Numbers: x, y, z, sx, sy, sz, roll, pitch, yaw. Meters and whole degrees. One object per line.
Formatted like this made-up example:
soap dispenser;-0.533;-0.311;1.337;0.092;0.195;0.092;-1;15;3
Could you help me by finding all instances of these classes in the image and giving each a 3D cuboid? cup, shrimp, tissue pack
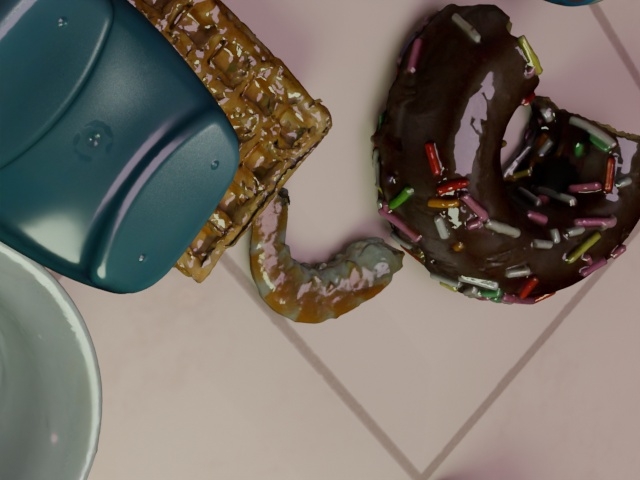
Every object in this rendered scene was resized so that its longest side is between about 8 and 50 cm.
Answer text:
cup;-0.369;0.132;1.166;0.347;0.163;0.347;-9;108;-30
shrimp;0.000;0.000;1.434;0.161;0.049;0.166;-27;113;-18
tissue pack;-0.214;-0.104;1.056;0.198;0.206;0.287;-53;141;-4

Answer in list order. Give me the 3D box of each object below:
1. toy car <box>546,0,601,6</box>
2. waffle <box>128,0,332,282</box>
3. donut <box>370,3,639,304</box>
toy car;0.235;-0.361;1.401;0.190;0.188;0.255;2;104;-24
waffle;-0.154;-0.130;1.274;0.213;0.091;0.308;-52;123;-10
donut;0.196;-0.066;1.488;0.345;0.136;0.259;33;81;-32
